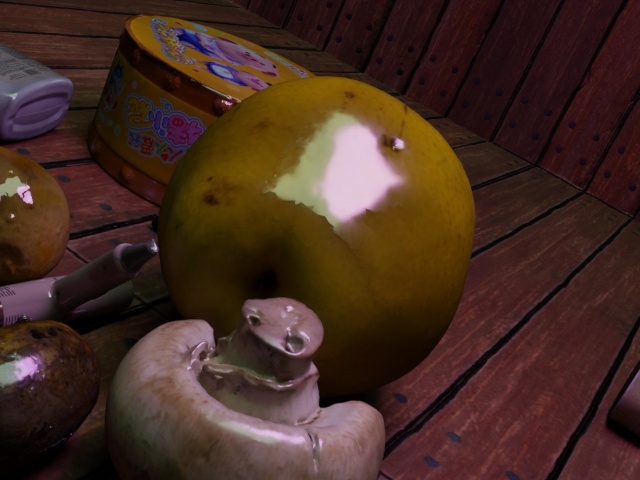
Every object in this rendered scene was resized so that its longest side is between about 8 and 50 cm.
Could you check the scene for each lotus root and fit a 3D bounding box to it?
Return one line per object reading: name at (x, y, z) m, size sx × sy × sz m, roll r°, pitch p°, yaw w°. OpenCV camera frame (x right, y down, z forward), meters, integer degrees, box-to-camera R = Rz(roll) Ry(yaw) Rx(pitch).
lotus root at (-0.255, 0.131, 0.756) m, size 0.120 × 0.120 × 0.209 m, roll 29°, pitch 19°, yaw 12°

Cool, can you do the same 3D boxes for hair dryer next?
hair dryer at (-0.218, 0.033, 0.934) m, size 0.195 × 0.220 × 0.053 m, roll -10°, pitch 77°, yaw -59°

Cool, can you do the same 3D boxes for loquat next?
loquat at (-0.355, -0.027, 0.990) m, size 0.172 × 0.149 × 0.204 m, roll 24°, pitch 6°, yaw 0°

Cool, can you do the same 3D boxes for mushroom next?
mushroom at (-0.070, 0.164, 0.781) m, size 0.254 × 0.195 × 0.189 m, roll 24°, pitch 24°, yaw 6°

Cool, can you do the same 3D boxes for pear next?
pear at (0.000, 0.000, 1.028) m, size 0.362 × 0.362 × 0.418 m, roll 28°, pitch 18°, yaw 9°

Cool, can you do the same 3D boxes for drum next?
drum at (-0.164, -0.197, 1.524) m, size 0.431 × 0.214 × 0.431 m, roll 22°, pitch 22°, yaw -9°

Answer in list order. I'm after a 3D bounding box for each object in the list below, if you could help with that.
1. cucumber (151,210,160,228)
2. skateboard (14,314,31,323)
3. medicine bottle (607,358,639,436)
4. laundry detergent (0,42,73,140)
cucumber at (-0.166, 0.006, 1.282) m, size 0.163 × 0.043 × 0.039 m, roll 31°, pitch 65°, yaw 17°
skateboard at (-0.274, 0.101, 0.898) m, size 0.083 × 0.064 × 0.032 m, roll 15°, pitch 34°, yaw -46°
medicine bottle at (0.597, 0.280, 1.309) m, size 0.322 × 0.151 × 0.151 m, roll 31°, pitch 21°, yaw 16°
laundry detergent at (-0.546, -0.260, 1.395) m, size 0.280 × 0.105 × 0.215 m, roll 29°, pitch 23°, yaw 5°
